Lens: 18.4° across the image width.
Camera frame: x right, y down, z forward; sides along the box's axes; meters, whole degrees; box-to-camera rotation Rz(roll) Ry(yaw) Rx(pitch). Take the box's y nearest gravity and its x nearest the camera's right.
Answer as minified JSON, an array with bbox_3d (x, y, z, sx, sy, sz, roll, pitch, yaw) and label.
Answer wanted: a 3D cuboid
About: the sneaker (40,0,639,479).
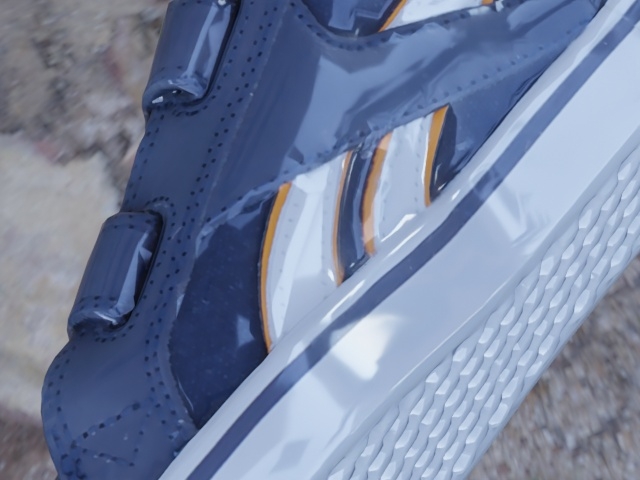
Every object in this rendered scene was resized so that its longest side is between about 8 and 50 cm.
[{"bbox_3d":[0.000,0.000,0.512,0.127,0.126,0.321,34,67,18],"label":"sneaker"}]
